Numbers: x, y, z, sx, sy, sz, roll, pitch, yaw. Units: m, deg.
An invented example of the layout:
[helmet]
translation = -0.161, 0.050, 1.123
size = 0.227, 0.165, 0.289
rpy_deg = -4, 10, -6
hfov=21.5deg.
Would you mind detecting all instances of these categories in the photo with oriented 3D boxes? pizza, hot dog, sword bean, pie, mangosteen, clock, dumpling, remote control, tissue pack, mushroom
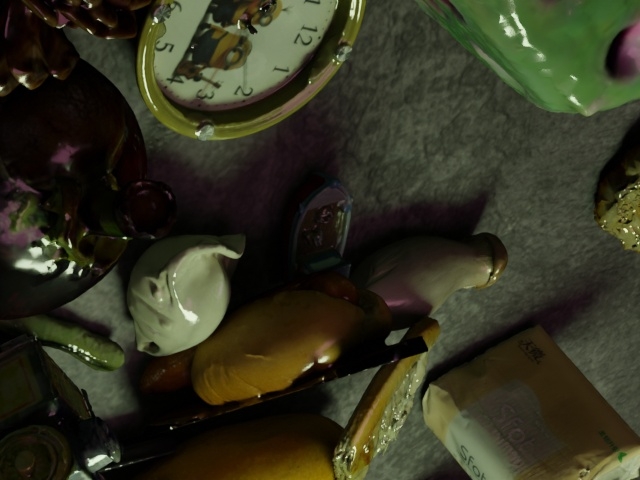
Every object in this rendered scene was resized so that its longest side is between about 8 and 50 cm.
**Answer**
[pizza]
translation = 0.060, 0.203, 1.809
size = 0.181, 0.034, 0.262
rpy_deg = -49, 162, -41
[hot dog]
translation = -0.057, 0.106, 1.682
size = 0.326, 0.107, 0.194
rpy_deg = -19, 175, 16
[sword bean]
translation = -0.283, 0.084, 1.589
size = 0.043, 0.038, 0.269
rpy_deg = -44, 142, 20
[pie]
translation = 0.473, -0.077, 2.032
size = 0.308, 0.085, 0.308
rpy_deg = -23, 137, -24
[mangosteen]
translation = -0.226, -0.036, 1.340
size = 0.231, 0.289, 0.231
rpy_deg = -18, 120, -34
[clock]
translation = -0.069, -0.196, 1.504
size = 0.237, 0.057, 0.237
rpy_deg = -22, 138, -22
[dumpling]
translation = -0.119, 0.039, 1.640
size = 0.134, 0.100, 0.169
rpy_deg = -34, 143, -30
[remote control]
translation = -0.264, 0.235, 1.727
size = 0.245, 0.063, 0.025
rpy_deg = -11, 93, -33
[tissue pack]
translation = 0.251, 0.227, 2.014
size = 0.186, 0.222, 0.090
rpy_deg = -25, 147, -19
[mushroom]
translation = 0.107, 0.044, 1.836
size = 0.213, 0.088, 0.097
rpy_deg = -19, 145, -35

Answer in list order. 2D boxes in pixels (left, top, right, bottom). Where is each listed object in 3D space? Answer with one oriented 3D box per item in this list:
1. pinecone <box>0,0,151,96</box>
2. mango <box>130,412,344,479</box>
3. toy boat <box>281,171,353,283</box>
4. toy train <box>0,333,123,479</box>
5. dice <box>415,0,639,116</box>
[pinecone]
translation = -0.257, -0.222, 1.192
size = 0.264, 0.264, 0.264
rpy_deg = -22, 136, -23
[mango]
translation = -0.105, 0.283, 1.835
size = 0.359, 0.144, 0.187
rpy_deg = -27, 154, -29
[toy boat]
translation = 0.000, 0.000, 1.730
size = 0.069, 0.059, 0.172
rpy_deg = -17, 134, -28
[toy train]
translation = -0.310, 0.219, 1.554
size = 0.261, 0.177, 0.134
rpy_deg = -28, 146, 0
[dice]
translation = 0.194, -0.317, 1.400
size = 0.322, 0.330, 0.318
rpy_deg = -48, 142, 3
